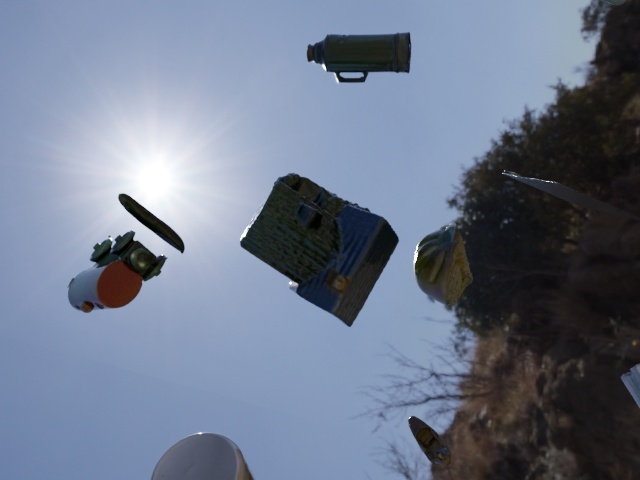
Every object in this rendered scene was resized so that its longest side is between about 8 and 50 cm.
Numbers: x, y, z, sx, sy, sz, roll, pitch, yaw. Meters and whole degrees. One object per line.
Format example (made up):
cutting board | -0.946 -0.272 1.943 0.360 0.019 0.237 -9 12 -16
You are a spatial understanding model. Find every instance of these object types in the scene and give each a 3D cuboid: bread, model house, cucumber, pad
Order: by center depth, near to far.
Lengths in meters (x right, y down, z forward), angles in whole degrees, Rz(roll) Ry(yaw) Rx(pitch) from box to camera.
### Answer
pad | 0.408 -0.075 1.062 0.265 0.159 0.009 -103 36 -80
cucumber | -0.354 -0.038 1.376 0.033 0.036 0.184 -44 -65 11
model house | 0.000 0.000 1.788 0.382 0.342 0.334 31 -96 -9
bread | 0.329 0.059 1.800 0.261 0.156 0.158 -93 -18 -54

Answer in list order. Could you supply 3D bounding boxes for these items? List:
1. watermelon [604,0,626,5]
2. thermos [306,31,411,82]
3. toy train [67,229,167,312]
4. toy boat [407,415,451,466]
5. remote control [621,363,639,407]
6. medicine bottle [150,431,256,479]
watermelon | 0.244 -0.237 0.525 0.084 0.072 0.092 48 -124 -15
thermos | 0.070 -0.341 1.193 0.083 0.187 0.073 65 -150 -69
toy train | -0.434 0.078 1.347 0.116 0.285 0.177 45 -118 -22
toy boat | 0.219 0.405 1.302 0.047 0.149 0.049 -44 -64 -1
remote control | 0.512 0.164 0.787 0.055 0.277 0.103 97 155 -56
medicine bottle | -0.151 0.420 0.993 0.143 0.143 0.258 -53 -37 -38
